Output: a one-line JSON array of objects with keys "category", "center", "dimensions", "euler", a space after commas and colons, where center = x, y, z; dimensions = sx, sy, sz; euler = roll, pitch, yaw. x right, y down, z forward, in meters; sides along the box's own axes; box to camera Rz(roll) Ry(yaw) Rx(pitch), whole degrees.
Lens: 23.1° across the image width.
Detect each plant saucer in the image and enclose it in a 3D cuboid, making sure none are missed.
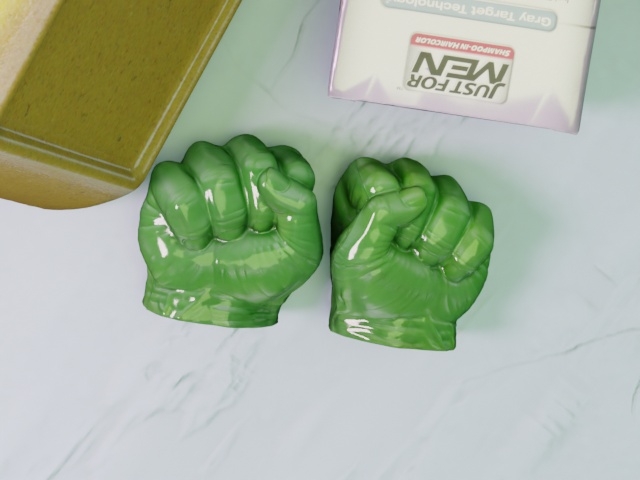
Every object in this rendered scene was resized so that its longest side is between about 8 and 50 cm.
[{"category": "plant saucer", "center": [-0.138, -0.164, 1.016], "dimensions": [0.081, 0.332, 0.333], "euler": [30, 94, 16]}]

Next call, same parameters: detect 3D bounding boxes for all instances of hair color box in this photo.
[{"category": "hair color box", "center": [0.123, -0.278, 1.142], "dimensions": [0.185, 0.113, 0.375], "euler": [9, 99, 1]}]

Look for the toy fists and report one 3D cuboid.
[{"category": "toy fists", "center": [0.000, 0.000, 1.198], "dimensions": [0.279, 0.096, 0.142], "euler": [7, 98, -13]}]
